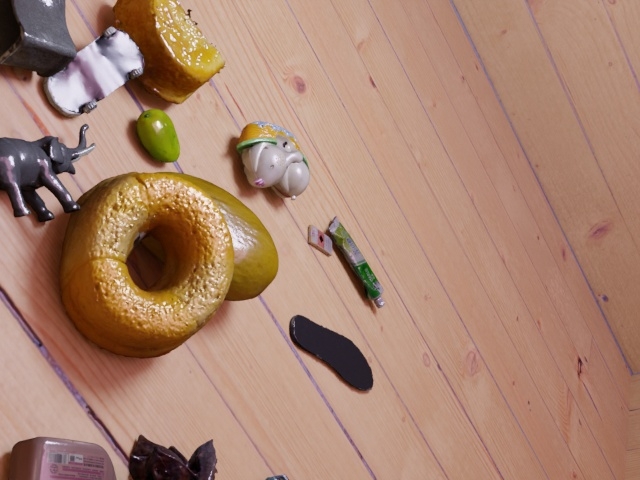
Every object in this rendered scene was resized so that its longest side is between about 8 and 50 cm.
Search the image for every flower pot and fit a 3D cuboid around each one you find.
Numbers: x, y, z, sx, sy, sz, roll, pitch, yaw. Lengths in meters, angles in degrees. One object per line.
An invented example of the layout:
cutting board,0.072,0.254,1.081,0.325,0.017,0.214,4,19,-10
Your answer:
flower pot,-0.471,-0.377,1.361,0.108,0.103,0.229,10,63,-56

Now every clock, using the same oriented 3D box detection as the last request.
clock,-0.097,-0.165,1.835,0.231,0.103,0.144,17,61,-51

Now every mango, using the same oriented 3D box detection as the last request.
mango,-0.296,-0.189,1.577,0.108,0.056,0.073,55,39,-29
mango,-0.208,-0.016,1.535,0.332,0.142,0.195,42,39,-27

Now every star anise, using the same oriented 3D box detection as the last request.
star anise,-0.219,0.398,1.308,0.283,0.129,0.212,6,74,-66

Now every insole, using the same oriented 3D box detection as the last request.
insole,0.030,0.249,1.887,0.309,0.012,0.110,36,45,-43

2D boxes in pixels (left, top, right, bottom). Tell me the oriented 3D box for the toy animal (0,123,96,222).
toy animal,-0.422,-0.097,1.299,0.269,0.082,0.137,-27,97,-58

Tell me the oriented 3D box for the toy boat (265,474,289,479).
toy boat,-0.066,0.493,1.546,0.066,0.059,0.140,-7,80,-72

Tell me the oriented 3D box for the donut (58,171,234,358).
donut,-0.261,0.033,1.345,0.303,0.110,0.302,5,80,-31

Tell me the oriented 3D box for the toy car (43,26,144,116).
toy car,-0.388,-0.286,1.469,0.205,0.056,0.095,-47,113,-33

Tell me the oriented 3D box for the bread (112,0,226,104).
bread,-0.290,-0.356,1.595,0.229,0.143,0.139,49,36,-28

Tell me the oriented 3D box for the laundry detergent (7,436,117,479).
laundry detergent,-0.341,0.391,1.153,0.171,0.076,0.237,25,53,-50

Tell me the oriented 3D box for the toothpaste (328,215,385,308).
toothpaste,0.088,0.057,2.059,0.248,0.047,0.078,59,25,-15

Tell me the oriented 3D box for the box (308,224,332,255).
box,0.000,0.000,1.981,0.083,0.012,0.046,36,46,-46
